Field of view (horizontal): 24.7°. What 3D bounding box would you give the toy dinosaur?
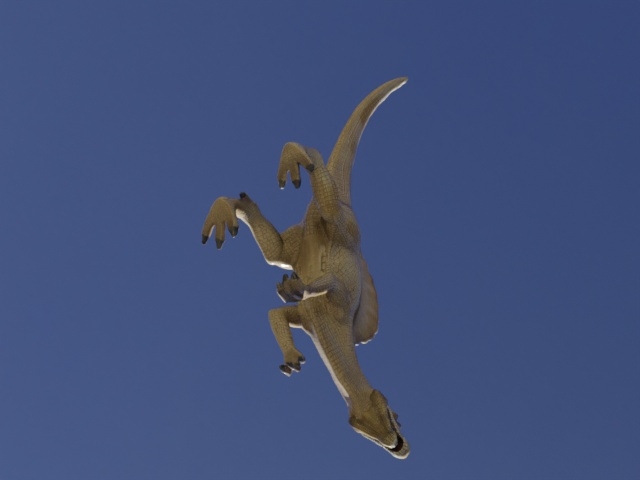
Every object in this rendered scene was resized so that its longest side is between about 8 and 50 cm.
[{"bbox_3d":[0.000,0.000,0.598,0.053,0.092,0.183,-18,-122,29],"label":"toy dinosaur"}]
